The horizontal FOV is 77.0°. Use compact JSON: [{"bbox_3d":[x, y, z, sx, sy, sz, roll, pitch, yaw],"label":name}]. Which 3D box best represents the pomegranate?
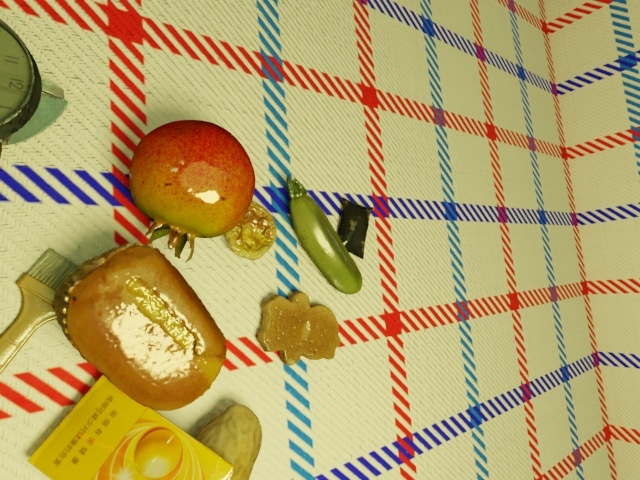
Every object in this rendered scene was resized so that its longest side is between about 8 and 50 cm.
[{"bbox_3d":[-0.231,-0.090,0.728,0.220,0.220,0.257,21,77,-32],"label":"pomegranate"}]

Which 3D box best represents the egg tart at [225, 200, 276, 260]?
[{"bbox_3d":[-0.157,-0.023,0.865,0.130,0.052,0.131,6,80,-37],"label":"egg tart"}]

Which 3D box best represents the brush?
[{"bbox_3d":[-0.470,0.148,0.623,0.103,0.013,0.272,42,60,-24],"label":"brush"}]

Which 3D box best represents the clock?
[{"bbox_3d":[-0.543,-0.251,0.595,0.214,0.042,0.215,3,83,-26],"label":"clock"}]

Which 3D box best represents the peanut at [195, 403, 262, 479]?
[{"bbox_3d":[-0.194,0.451,0.708,0.149,0.149,0.313,31,60,-29],"label":"peanut"}]

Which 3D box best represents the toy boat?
[{"bbox_3d":[-0.484,-0.208,0.670,0.096,0.034,0.122,12,84,-32],"label":"toy boat"}]

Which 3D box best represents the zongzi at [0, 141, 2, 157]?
[{"bbox_3d":[-0.588,-0.032,0.515,0.260,0.123,0.289,4,66,-31],"label":"zongzi"}]

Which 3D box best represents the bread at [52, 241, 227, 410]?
[{"bbox_3d":[-0.280,0.141,0.671,0.204,0.156,0.288,-46,115,-31],"label":"bread"}]

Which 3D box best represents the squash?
[{"bbox_3d":[0.000,0.000,0.959,0.094,0.094,0.341,-44,111,-34],"label":"squash"}]

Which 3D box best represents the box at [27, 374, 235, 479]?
[{"bbox_3d":[-0.288,0.351,0.630,0.269,0.043,0.152,31,61,6],"label":"box"}]

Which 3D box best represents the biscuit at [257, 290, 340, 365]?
[{"bbox_3d":[-0.042,0.202,0.924,0.225,0.036,0.166,17,73,-37],"label":"biscuit"}]

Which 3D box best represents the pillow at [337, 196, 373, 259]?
[{"bbox_3d":[0.085,-0.032,1.051,0.090,0.048,0.150,23,71,-35],"label":"pillow"}]
